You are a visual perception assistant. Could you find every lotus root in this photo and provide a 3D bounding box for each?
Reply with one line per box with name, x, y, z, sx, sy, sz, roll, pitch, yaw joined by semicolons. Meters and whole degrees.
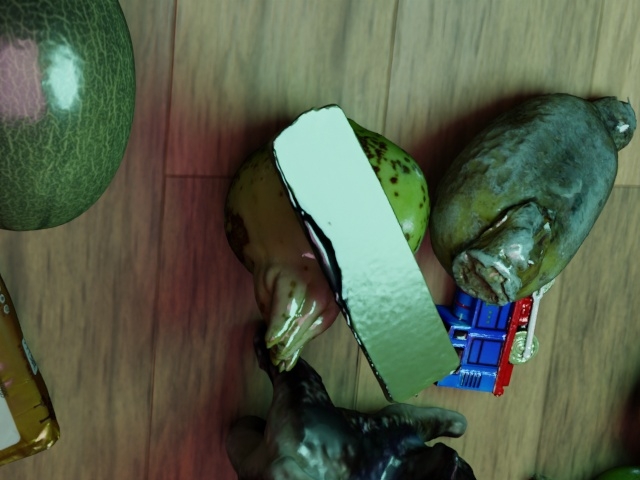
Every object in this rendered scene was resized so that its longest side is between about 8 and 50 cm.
lotus root;0.235;-0.059;1.669;0.349;0.175;0.175;-46;120;-39

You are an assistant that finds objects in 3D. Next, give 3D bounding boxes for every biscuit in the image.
biscuit;0.042;0.015;1.504;0.099;0.038;0.322;-31;108;-15

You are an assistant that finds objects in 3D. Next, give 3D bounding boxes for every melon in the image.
melon;-0.303;-0.156;1.485;0.238;0.237;0.301;-6;110;-12

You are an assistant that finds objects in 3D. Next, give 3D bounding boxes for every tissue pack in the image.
tissue pack;-0.407;0.147;1.642;0.183;0.092;0.226;-20;111;-7

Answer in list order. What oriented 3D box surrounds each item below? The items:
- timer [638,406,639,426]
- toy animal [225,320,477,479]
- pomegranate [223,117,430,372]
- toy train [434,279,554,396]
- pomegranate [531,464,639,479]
timer;0.514;0.227;1.833;0.215;0.229;0.229;-36;113;10
toy animal;0.056;0.274;1.692;0.344;0.302;0.194;24;104;-20
pomegranate;-0.013;-0.009;1.600;0.276;0.222;0.204;-42;100;-36
toy train;0.199;0.079;1.779;0.131;0.083;0.204;8;106;-15
pomegranate;0.362;0.363;1.880;0.225;0.187;0.187;24;102;7
